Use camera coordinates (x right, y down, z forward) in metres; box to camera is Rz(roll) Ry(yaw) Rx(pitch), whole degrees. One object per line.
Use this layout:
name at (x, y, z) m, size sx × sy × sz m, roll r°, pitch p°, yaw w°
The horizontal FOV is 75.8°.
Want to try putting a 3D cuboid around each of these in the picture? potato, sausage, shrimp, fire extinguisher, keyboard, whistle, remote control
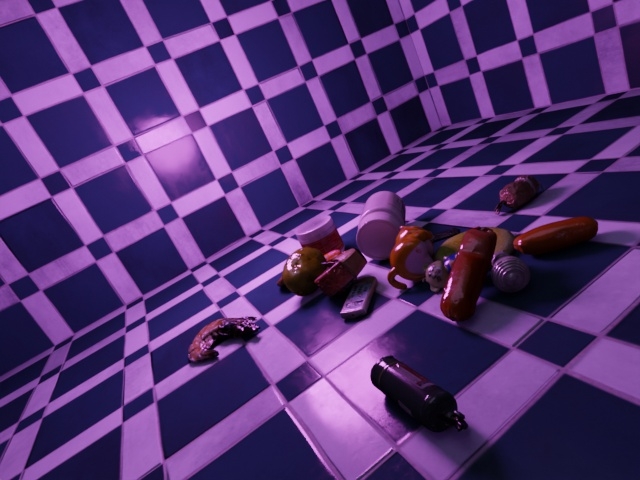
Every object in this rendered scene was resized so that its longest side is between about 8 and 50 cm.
potato at (-0.069, 0.135, 1.793) m, size 0.253 × 0.186 × 0.148 m, roll -40°, pitch -21°, yaw -47°
sausage at (0.017, 0.107, 1.938) m, size 0.234 × 0.071 × 0.071 m, roll -29°, pitch 18°, yaw -10°
shrimp at (-0.404, 0.406, 1.680) m, size 0.365 × 0.071 × 0.233 m, roll -12°, pitch 31°, yaw 35°
sausage at (0.731, -0.013, 1.284) m, size 0.239 × 0.098 × 0.098 m, roll -17°, pitch 19°, yaw 20°
fire extinguisher at (0.228, 0.352, 0.918) m, size 0.093 × 0.118 × 0.294 m, roll -65°, pitch 26°, yaw -5°
keyboard at (0.478, -0.010, 1.743) m, size 0.205 × 0.013 × 0.061 m, roll -19°, pitch 19°, yaw 19°
sausage at (0.446, 0.098, 1.234) m, size 0.097 × 0.093 × 0.348 m, roll 13°, pitch 55°, yaw 30°
whistle at (0.443, 0.092, 1.355) m, size 0.228 × 0.085 × 0.105 m, roll -26°, pitch 61°, yaw 18°
remote control at (0.147, 0.208, 1.529) m, size 0.098 × 0.038 × 0.233 m, roll -17°, pitch 20°, yaw 27°

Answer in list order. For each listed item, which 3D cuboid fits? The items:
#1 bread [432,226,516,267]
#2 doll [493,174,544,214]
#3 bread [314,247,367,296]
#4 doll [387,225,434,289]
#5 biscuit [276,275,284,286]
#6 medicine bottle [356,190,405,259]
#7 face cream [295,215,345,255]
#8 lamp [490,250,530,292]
bread at (0.547, 0.032, 1.483) m, size 0.302 × 0.045 × 0.301 m, roll -25°, pitch 18°, yaw 9°
doll at (0.792, -0.189, 1.675) m, size 0.221 × 0.105 × 0.115 m, roll -28°, pitch 19°, yaw -11°
bread at (0.075, 0.123, 1.648) m, size 0.212 × 0.142 × 0.224 m, roll -40°, pitch -1°, yaw -7°
doll at (0.345, 0.043, 1.533) m, size 0.162 × 0.166 × 0.269 m, roll -15°, pitch 17°, yaw 31°
biscuit at (-0.132, 0.136, 1.976) m, size 0.226 × 0.042 × 0.226 m, roll -50°, pitch 2°, yaw 2°
medicine bottle at (0.282, -0.076, 1.877) m, size 0.211 × 0.210 × 0.371 m, roll -19°, pitch 19°, yaw 20°
face cream at (0.000, 0.000, 2.073) m, size 0.201 × 0.187 × 0.201 m, roll -23°, pitch 18°, yaw 8°
lamp at (0.557, 0.088, 1.231) m, size 0.106 × 0.106 × 0.193 m, roll -20°, pitch 7°, yaw 16°
